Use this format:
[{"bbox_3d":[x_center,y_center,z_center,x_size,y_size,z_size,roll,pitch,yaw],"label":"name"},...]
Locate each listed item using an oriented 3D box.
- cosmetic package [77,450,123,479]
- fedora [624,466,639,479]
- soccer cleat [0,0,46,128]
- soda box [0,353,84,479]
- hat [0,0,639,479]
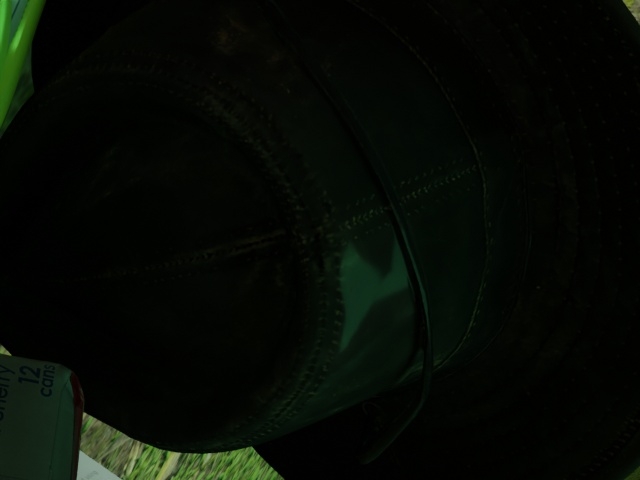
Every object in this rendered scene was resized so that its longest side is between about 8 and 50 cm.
[{"bbox_3d":[-0.197,0.216,0.756,0.183,0.151,0.151,-62,167,20],"label":"cosmetic package"},{"bbox_3d":[0.153,0.075,0.659,0.194,0.079,0.194,-55,169,-16],"label":"fedora"},{"bbox_3d":[-0.110,-0.098,0.442,0.289,0.093,0.121,-63,171,19],"label":"soccer cleat"},{"bbox_3d":[-0.156,0.141,0.480,0.263,0.092,0.083,118,-22,-44],"label":"soda box"},{"bbox_3d":[-0.040,-0.003,0.483,0.134,0.331,0.331,-30,153,-40],"label":"hat"}]
